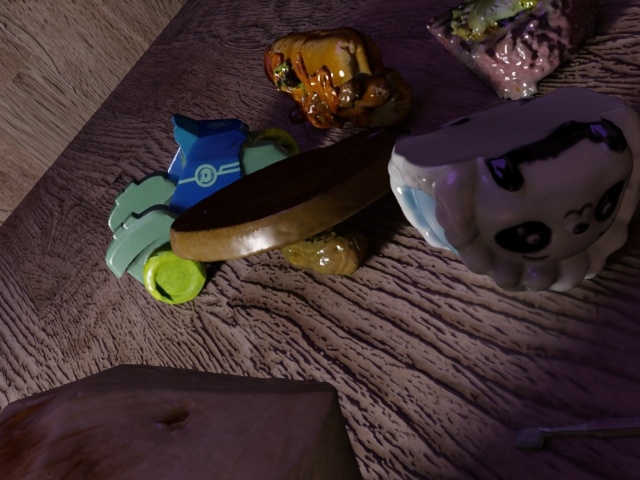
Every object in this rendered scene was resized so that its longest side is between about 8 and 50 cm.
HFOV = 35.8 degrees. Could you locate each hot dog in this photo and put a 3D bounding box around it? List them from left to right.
[{"bbox_3d":[0.006,-0.229,1.455,0.117,0.158,0.349,-48,24,-7],"label":"hot dog"}]

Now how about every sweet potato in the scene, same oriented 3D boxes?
[{"bbox_3d":[-0.005,0.003,1.266,0.081,0.062,0.233,-34,19,-12],"label":"sweet potato"}]

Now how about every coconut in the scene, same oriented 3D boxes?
[{"bbox_3d":[-0.123,0.259,0.721,0.415,0.415,0.344,-47,-19,4],"label":"coconut"}]

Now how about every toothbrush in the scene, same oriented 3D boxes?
[{"bbox_3d":[0.220,0.142,0.743,0.194,0.014,0.017,-20,37,47],"label":"toothbrush"}]

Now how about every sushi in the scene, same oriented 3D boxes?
[{"bbox_3d":[0.237,-0.272,1.209,0.161,0.107,0.241,-43,25,6],"label":"sushi"}]

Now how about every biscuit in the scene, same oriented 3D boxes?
[{"bbox_3d":[-0.028,-0.058,1.285,0.314,0.063,0.367,-32,15,-31],"label":"biscuit"}]

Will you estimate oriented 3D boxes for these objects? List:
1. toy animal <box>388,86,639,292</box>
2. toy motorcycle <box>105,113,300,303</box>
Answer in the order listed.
[{"bbox_3d":[0.181,-0.040,0.895,0.208,0.156,0.204,-21,24,-13],"label":"toy animal"},{"bbox_3d":[-0.197,-0.080,1.536,0.326,0.200,0.191,-46,24,11],"label":"toy motorcycle"}]
